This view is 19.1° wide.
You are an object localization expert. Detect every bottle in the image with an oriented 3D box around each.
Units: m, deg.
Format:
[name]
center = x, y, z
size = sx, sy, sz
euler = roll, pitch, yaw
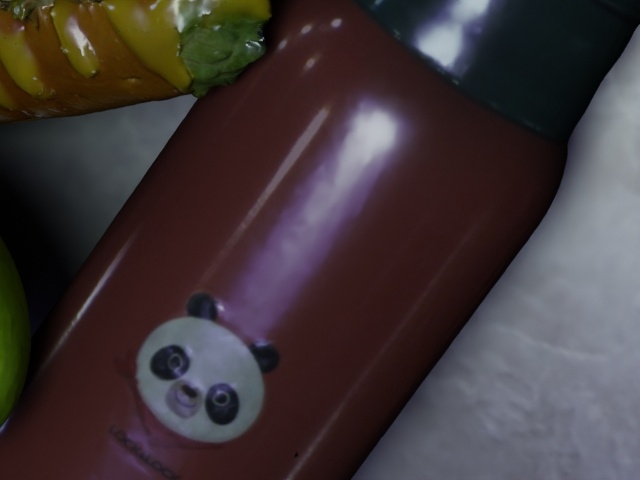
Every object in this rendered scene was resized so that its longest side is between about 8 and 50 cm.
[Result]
[bottle]
center = 0.000, 0.000, 0.738
size = 0.144, 0.144, 0.336
euler = 39, 106, 7

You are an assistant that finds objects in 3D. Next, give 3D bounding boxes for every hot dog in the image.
[hot dog]
center = -0.117, -0.104, 0.744
size = 0.269, 0.072, 0.115
euler = -6, 77, 43

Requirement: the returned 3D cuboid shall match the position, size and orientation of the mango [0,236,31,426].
[mango]
center = -0.221, 0.008, 0.756
size = 0.185, 0.273, 0.149
euler = 45, 67, -20
